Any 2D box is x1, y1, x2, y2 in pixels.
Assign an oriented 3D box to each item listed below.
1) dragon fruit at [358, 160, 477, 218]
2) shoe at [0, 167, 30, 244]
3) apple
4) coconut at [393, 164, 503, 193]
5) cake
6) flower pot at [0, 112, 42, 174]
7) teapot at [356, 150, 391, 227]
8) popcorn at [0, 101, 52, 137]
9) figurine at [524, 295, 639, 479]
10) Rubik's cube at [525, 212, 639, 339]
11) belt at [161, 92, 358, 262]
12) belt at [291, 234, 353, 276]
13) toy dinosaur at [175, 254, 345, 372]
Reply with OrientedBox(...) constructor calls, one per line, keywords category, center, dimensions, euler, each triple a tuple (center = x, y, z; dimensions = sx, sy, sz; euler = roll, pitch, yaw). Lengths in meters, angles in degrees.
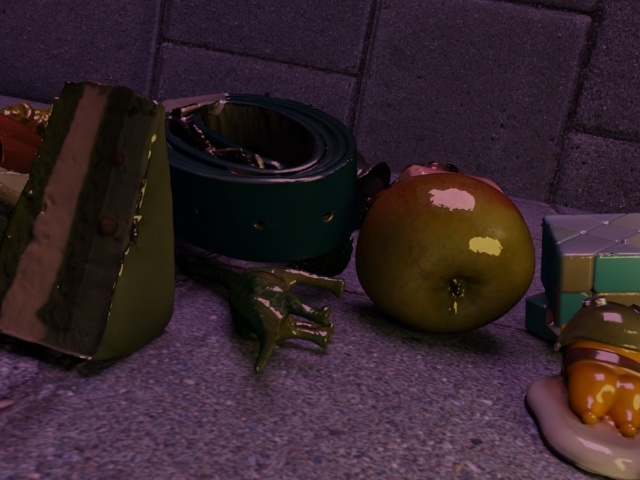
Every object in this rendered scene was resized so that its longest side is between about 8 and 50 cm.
OrientedBox(category="dragon fruit", center=(0.232, -0.068, 1.496), dimensions=(0.293, 0.233, 0.234), euler=(0, 8, 21))
OrientedBox(category="shoe", center=(-0.428, -0.033, 0.953), dimensions=(0.262, 0.140, 0.128), euler=(24, 27, 28))
OrientedBox(category="apple", center=(0.179, 0.020, 0.961), dimensions=(0.261, 0.260, 0.194), euler=(10, 29, -4))
OrientedBox(category="coconut", center=(0.247, -0.013, 1.218), dimensions=(0.245, 0.233, 0.233), euler=(14, 12, -13))
OrientedBox(category="cake", center=(-0.240, -0.022, 0.747), dimensions=(0.158, 0.283, 0.172), euler=(14, -3, 14))
OrientedBox(category="flower pot", center=(-0.626, -0.157, 1.256), dimensions=(0.191, 0.190, 0.173), euler=(14, 0, 15))
OrientedBox(category="teapot", center=(0.060, -0.122, 1.708), dimensions=(0.285, 0.305, 0.223), euler=(26, 55, 29))
OrientedBox(category="popcorn", center=(-0.641, -0.248, 1.621), dimensions=(0.225, 0.173, 0.286), euler=(28, 21, 33))
OrientedBox(category="figurine", center=(0.333, 0.150, 0.735), dimensions=(0.167, 0.141, 0.250), euler=(15, 13, 14))
OrientedBox(category="Rubik's cube", center=(0.437, 0.079, 1.016), dimensions=(0.225, 0.212, 0.265), euler=(-2, 21, 12))
OrientedBox(category="belt", center=(-0.129, -0.121, 1.090), dimensions=(0.437, 0.173, 0.300), euler=(29, 43, 34))
OrientedBox(category="belt", center=(0.000, 0.000, 1.160), dimensions=(0.079, 0.121, 0.151), euler=(-1, 16, -37))
OrientedBox(category="toy dinosaur", center=(-0.125, 0.066, 0.852), dimensions=(0.301, 0.087, 0.447), euler=(13, 6, 8))
